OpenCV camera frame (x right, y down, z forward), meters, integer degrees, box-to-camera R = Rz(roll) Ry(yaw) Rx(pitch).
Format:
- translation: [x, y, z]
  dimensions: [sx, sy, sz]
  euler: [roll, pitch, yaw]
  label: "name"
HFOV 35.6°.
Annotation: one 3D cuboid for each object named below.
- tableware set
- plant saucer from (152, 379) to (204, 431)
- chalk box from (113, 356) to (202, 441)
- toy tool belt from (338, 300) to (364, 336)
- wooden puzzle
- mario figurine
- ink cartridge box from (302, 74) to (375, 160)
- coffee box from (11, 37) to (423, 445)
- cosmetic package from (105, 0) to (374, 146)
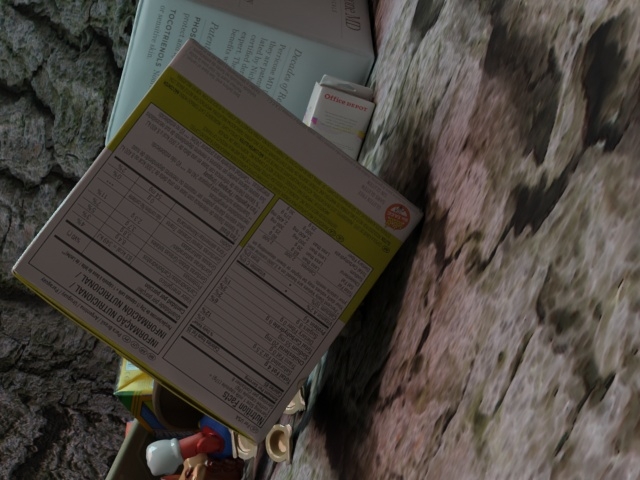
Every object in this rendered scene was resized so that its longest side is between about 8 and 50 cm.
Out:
- translation: [-0.084, 0.264, 1.501]
  dimensions: [0.168, 0.020, 0.141]
  euler: [-3, 82, 44]
  label: "tableware set"
- translation: [-0.170, 0.198, 1.655]
  dimensions: [0.041, 0.278, 0.278]
  euler: [39, 122, 31]
  label: "plant saucer"
- translation: [-0.241, 0.277, 1.897]
  dimensions: [0.289, 0.179, 0.180]
  euler: [65, -155, -52]
  label: "chalk box"
- translation: [0.031, 0.098, 1.301]
  dimensions: [0.051, 0.052, 0.083]
  euler: [-47, 8, -13]
  label: "toy tool belt"
- translation: [-0.336, 0.514, 1.910]
  dimensions: [0.348, 0.080, 0.322]
  euler: [-80, -24, -59]
  label: "wooden puzzle"
- translation: [-0.180, 0.305, 1.640]
  dimensions: [0.321, 0.198, 0.170]
  euler: [-66, 20, 4]
  label: "mario figurine"
- translation: [0.023, -0.188, 1.597]
  dimensions: [0.090, 0.092, 0.143]
  euler: [-115, 43, -74]
  label: "ink cartridge box"
- translation: [-0.138, 0.007, 1.255]
  dimensions: [0.334, 0.338, 0.337]
  euler: [-55, 8, -8]
  label: "coffee box"
- translation: [-0.144, -0.324, 1.817]
  dimensions: [0.329, 0.393, 0.327]
  euler: [-90, 19, -54]
  label: "cosmetic package"
